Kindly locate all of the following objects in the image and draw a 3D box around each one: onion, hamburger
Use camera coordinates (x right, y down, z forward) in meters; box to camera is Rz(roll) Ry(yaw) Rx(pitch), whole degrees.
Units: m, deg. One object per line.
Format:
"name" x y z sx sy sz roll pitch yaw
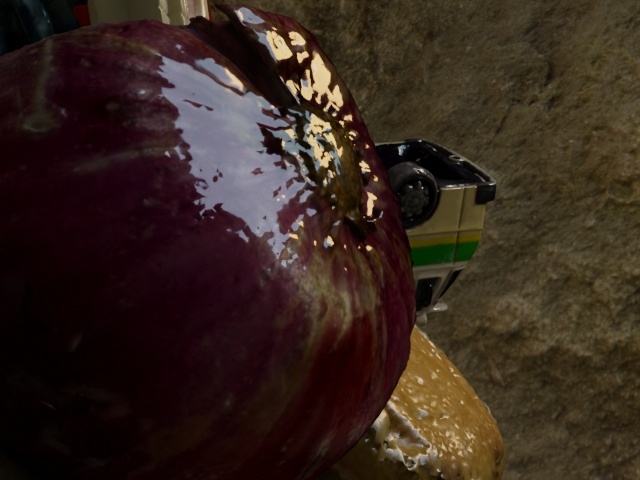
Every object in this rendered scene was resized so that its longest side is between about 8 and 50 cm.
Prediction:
"onion" -0.086 0.023 0.806 0.256 0.272 0.230 42 27 8
"hamburger" -0.009 0.101 1.083 0.318 0.158 0.318 46 15 -16

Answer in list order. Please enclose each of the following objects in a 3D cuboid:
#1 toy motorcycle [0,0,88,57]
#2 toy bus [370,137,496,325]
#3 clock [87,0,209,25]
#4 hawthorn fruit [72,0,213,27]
"toy motorcycle" -0.254 -0.173 1.380 0.241 0.182 0.319 46 3 -45
"toy bus" 0.000 0.000 1.518 0.305 0.179 0.143 -6 24 -29
"clock" -0.131 -0.186 1.310 0.220 0.106 0.255 34 48 -84
"hawthorn fruit" -0.256 -0.256 1.914 0.311 0.295 0.295 49 2 18
